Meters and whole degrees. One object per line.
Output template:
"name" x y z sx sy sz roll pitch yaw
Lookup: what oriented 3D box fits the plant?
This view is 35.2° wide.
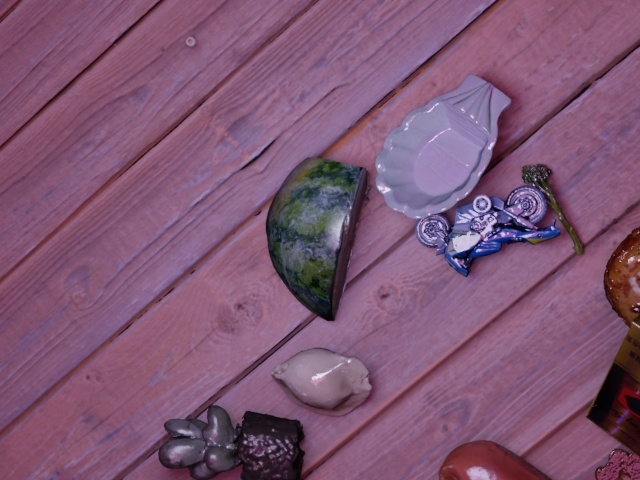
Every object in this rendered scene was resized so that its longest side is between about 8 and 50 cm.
"plant" -0.167 0.391 1.902 0.275 0.146 0.149 5 91 11

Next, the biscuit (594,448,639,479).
"biscuit" 0.547 0.465 1.821 0.124 0.026 0.175 9 90 10

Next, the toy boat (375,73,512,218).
"toy boat" 0.232 -0.163 1.857 0.199 0.100 0.290 41 93 24

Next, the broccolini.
"broccolini" 0.429 -0.059 1.852 0.054 0.052 0.194 -27 83 13

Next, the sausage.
"sausage" 0.338 0.457 1.805 0.254 0.148 0.148 37 95 10

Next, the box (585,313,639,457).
"box" 0.565 0.253 1.721 0.159 0.071 0.240 36 133 27

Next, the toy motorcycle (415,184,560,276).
"toy motorcycle" 0.306 -0.013 1.852 0.255 0.092 0.135 -17 85 14

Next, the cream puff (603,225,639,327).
"cream puff" 0.619 0.069 1.747 0.240 0.164 0.240 7 105 26

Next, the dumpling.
"dumpling" 0.004 0.275 1.903 0.111 0.181 0.155 -41 114 -27

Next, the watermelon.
"watermelon" 0.000 0.000 1.896 0.224 0.180 0.305 18 97 55
